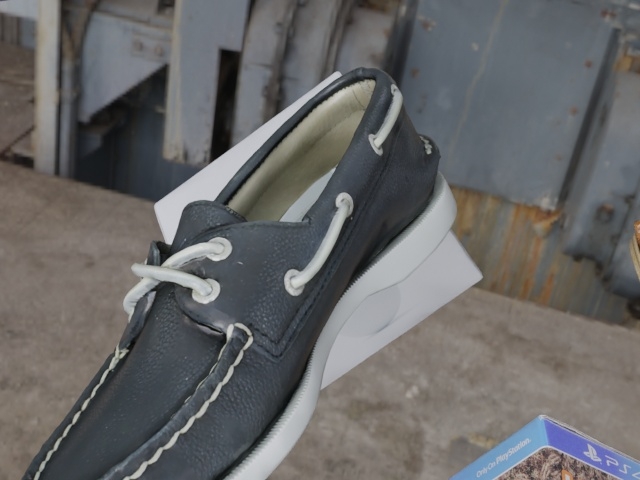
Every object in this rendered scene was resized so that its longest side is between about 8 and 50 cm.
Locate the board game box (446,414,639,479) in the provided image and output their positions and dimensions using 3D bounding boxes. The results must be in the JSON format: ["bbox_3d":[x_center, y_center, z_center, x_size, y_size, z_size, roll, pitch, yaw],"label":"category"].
[{"bbox_3d":[0.140,0.311,0.645,0.141,0.232,0.291,28,37,-21],"label":"board game box"}]

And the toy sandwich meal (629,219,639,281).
[{"bbox_3d":[0.270,0.024,0.762,0.029,0.086,0.085,-23,20,24],"label":"toy sandwich meal"}]

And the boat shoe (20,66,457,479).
[{"bbox_3d":[-0.038,0.020,0.441,0.114,0.091,0.302,-8,28,35],"label":"boat shoe"}]

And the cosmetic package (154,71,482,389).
[{"bbox_3d":[0.000,0.000,0.947,0.224,0.225,0.138,-35,45,6],"label":"cosmetic package"}]
